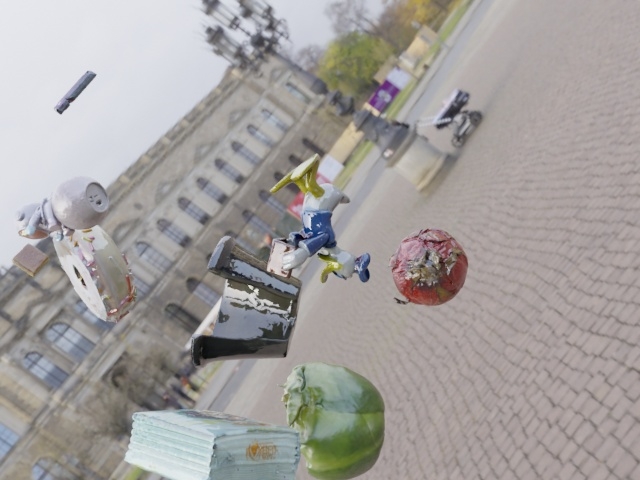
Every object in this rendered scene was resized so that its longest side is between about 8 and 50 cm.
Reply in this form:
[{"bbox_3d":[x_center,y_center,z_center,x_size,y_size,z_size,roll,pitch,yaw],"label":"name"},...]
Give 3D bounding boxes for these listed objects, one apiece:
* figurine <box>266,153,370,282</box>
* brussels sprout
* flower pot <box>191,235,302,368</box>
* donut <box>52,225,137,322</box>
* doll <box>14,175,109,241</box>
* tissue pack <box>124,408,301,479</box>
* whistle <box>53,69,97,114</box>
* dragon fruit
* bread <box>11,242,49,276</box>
[{"bbox_3d":[0.000,0.000,1.699,0.283,0.338,0.204,-50,15,-16],"label":"figurine"},{"bbox_3d":[0.038,0.543,2.085,0.315,0.371,0.275,-15,-47,-19],"label":"brussels sprout"},{"bbox_3d":[-0.190,0.193,1.919,0.379,0.251,0.379,11,-90,-88],"label":"flower pot"},{"bbox_3d":[-0.751,0.097,2.306,0.142,0.382,0.382,-32,-8,-29],"label":"donut"},{"bbox_3d":[-0.701,-0.076,1.820,0.287,0.150,0.151,-17,19,23],"label":"doll"},{"bbox_3d":[-0.284,0.536,1.778,0.388,0.287,0.162,-3,79,45],"label":"tissue pack"},{"bbox_3d":[-0.744,-0.451,2.076,0.176,0.033,0.033,-58,5,-23],"label":"whistle"},{"bbox_3d":[0.299,0.074,1.874,0.224,0.218,0.148,-9,-3,4],"label":"dragon fruit"},{"bbox_3d":[-1.030,0.069,2.436,0.090,0.094,0.035,-57,4,-37],"label":"bread"}]
